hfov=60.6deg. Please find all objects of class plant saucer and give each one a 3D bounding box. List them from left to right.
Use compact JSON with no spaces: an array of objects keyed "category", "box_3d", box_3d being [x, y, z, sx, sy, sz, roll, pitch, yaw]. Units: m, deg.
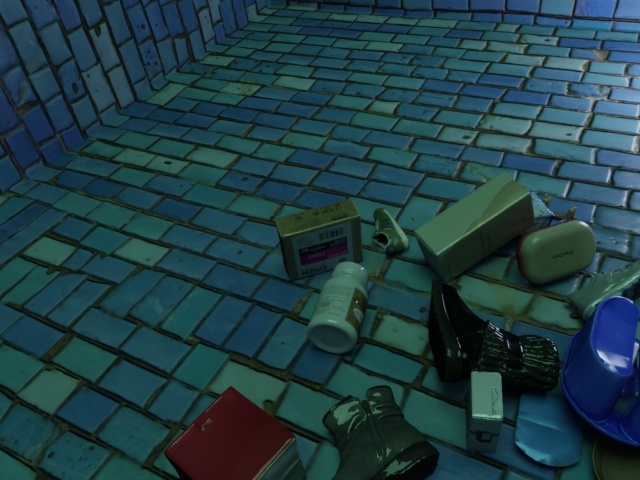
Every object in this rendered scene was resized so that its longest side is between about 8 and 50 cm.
[{"category":"plant saucer","box_3d":[0.648,0.466,1.093,0.199,0.036,0.198,-5,42,5]}]

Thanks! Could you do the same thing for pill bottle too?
[{"category":"pill bottle","box_3d":[0.056,0.171,1.447,0.131,0.131,0.229,6,44,16]}]

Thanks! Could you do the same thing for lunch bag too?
[{"category":"lunch bag","box_3d":[0.599,-0.073,1.654,0.151,0.096,0.128,-7,41,-13]}]

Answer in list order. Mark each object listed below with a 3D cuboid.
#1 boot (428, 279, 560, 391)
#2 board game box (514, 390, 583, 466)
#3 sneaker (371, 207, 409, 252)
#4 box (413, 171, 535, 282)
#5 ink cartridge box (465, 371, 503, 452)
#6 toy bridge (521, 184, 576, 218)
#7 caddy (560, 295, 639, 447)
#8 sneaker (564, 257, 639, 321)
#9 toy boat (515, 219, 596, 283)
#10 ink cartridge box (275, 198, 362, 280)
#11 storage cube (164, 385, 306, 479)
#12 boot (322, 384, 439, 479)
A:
[{"category":"boot","box_3d":[0.402,0.225,1.327,0.260,0.131,0.348,1,33,1]},{"category":"board game box","box_3d":[0.492,0.410,1.185,0.133,0.033,0.168,14,50,15]},{"category":"sneaker","box_3d":[0.192,-0.030,1.694,0.086,0.064,0.192,-17,45,-17]},{"category":"box","box_3d":[0.435,-0.037,1.545,0.311,0.148,0.121,-35,46,-1]},{"category":"ink cartridge box","box_3d":[0.346,0.365,1.166,0.063,0.150,0.109,2,45,12]},{"category":"toy bridge","box_3d":[0.699,-0.108,1.699,0.026,0.063,0.188,-36,50,-27]},{"category":"caddy","box_3d":[0.665,0.283,1.184,0.241,0.179,0.341,24,38,21]},{"category":"sneaker","box_3d":[0.758,0.105,1.422,0.281,0.105,0.115,-28,45,-20]},{"category":"toy boat","box_3d":[0.641,0.023,1.531,0.231,0.150,0.151,-16,13,-8]},{"category":"ink cartridge box","box_3d":[0.000,0.000,1.598,0.235,0.193,0.088,-16,44,-8]},{"category":"storage cube","box_3d":[-0.166,0.457,1.126,0.193,0.183,0.215,27,52,32]},{"category":"boot","box_3d":[0.059,0.457,1.161,0.338,0.118,0.223,-17,38,-25]}]
